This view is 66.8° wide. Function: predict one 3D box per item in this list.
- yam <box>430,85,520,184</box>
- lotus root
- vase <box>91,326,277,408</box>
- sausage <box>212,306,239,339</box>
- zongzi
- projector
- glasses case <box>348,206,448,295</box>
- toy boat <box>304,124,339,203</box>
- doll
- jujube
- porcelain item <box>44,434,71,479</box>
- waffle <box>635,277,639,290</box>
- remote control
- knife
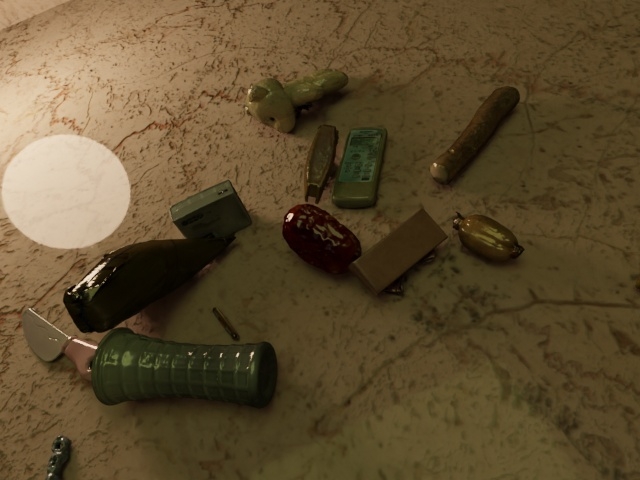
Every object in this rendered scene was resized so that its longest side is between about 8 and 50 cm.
[{"bbox_3d":[0.341,-0.233,1.073,0.066,0.066,0.300,28,66,32],"label":"yam"},{"bbox_3d":[0.310,-0.006,0.914,0.150,0.062,0.073,35,93,36],"label":"lotus root"},{"bbox_3d":[-0.233,0.229,0.864,0.298,0.143,0.143,-1,54,13],"label":"vase"},{"bbox_3d":[-0.190,0.165,0.970,0.015,0.015,0.100,-39,53,-13],"label":"sausage"},{"bbox_3d":[-0.320,0.068,0.966,0.289,0.123,0.260,-13,17,3],"label":"zongzi"},{"bbox_3d":[-0.245,-0.058,1.090,0.147,0.115,0.061,-26,49,-2],"label":"projector"},{"bbox_3d":[0.156,0.035,0.939,0.193,0.070,0.102,-38,81,-14],"label":"glasses case"},{"bbox_3d":[0.000,-0.182,1.134,0.064,0.072,0.206,12,68,6],"label":"toy boat"},{"bbox_3d":[-0.058,-0.376,1.282,0.278,0.175,0.149,-26,89,-13],"label":"doll"},{"bbox_3d":[0.000,0.000,0.970,0.176,0.112,0.109,36,98,27],"label":"jujube"},{"bbox_3d":[-0.476,0.395,0.879,0.036,0.028,0.083,-16,50,8],"label":"porcelain item"},{"bbox_3d":[0.657,0.062,0.768,0.243,0.059,0.238,-43,57,-13],"label":"waffle"},{"bbox_3d":[0.093,-0.173,1.121,0.098,0.038,0.233,2,55,18],"label":"remote control"},{"bbox_3d":[-0.557,0.225,1.037,0.336,0.043,0.081,14,66,33],"label":"knife"}]
